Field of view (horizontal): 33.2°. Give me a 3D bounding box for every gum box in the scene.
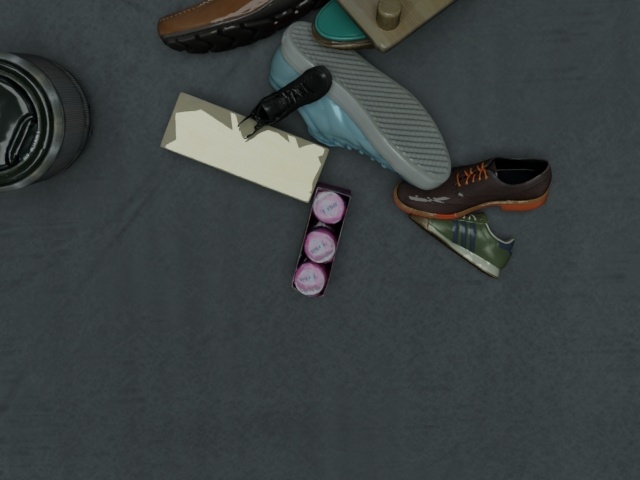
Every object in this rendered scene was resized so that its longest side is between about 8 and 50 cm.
[{"bbox_3d":[0.000,0.000,1.857,0.062,0.107,0.188,15,99,-1],"label":"gum box"}]

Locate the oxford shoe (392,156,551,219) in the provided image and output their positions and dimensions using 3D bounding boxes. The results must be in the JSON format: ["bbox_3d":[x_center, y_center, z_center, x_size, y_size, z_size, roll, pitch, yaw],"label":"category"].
[{"bbox_3d":[0.258,-0.103,1.826,0.271,0.098,0.097,-7,58,-4],"label":"oxford shoe"}]

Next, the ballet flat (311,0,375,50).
[{"bbox_3d":[0.142,-0.399,1.784,0.342,0.124,0.116,-35,74,-6],"label":"ballet flat"}]

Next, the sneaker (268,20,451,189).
[{"bbox_3d":[0.061,-0.205,1.820,0.366,0.135,0.150,46,140,6],"label":"sneaker"}]

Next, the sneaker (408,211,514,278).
[{"bbox_3d":[0.253,-0.019,1.875,0.192,0.064,0.086,35,90,-4],"label":"sneaker"}]

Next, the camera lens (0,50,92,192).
[{"bbox_3d":[-0.503,-0.197,1.756,0.219,0.274,0.219,0,98,1],"label":"camera lens"}]

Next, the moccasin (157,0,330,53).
[{"bbox_3d":[-0.099,-0.429,1.786,0.380,0.139,0.147,-26,83,8],"label":"moccasin"}]

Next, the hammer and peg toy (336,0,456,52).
[{"bbox_3d":[0.078,-0.492,1.675,0.266,0.127,0.361,-38,80,-7],"label":"hammer and peg toy"}]

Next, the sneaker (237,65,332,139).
[{"bbox_3d":[-0.058,-0.223,1.743,0.170,0.089,0.051,-24,101,47],"label":"sneaker"}]

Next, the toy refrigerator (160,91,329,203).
[{"bbox_3d":[-0.128,-0.157,1.847,0.269,0.094,0.102,20,91,-2],"label":"toy refrigerator"}]
